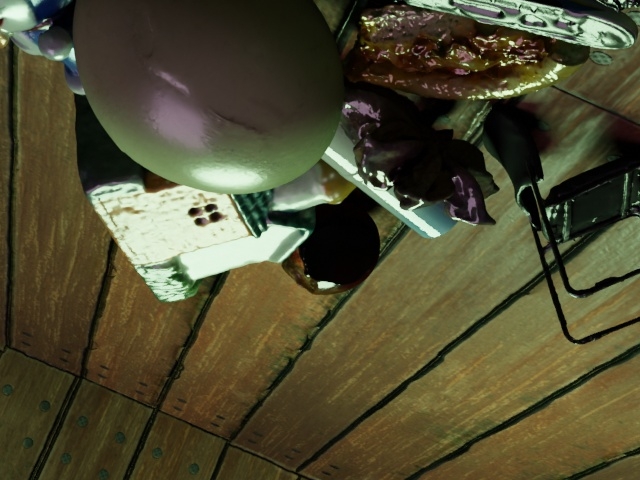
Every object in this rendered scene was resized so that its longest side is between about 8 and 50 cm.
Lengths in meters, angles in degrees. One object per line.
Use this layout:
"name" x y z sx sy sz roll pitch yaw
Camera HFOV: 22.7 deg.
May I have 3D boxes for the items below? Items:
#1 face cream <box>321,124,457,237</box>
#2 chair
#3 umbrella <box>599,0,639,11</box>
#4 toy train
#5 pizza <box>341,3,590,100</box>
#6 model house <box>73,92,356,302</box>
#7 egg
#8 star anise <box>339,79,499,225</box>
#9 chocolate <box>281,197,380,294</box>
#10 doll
"face cream" 0.048 -0.095 1.650 0.250 0.077 0.077 37 156 -32
"chair" 0.263 -0.037 1.549 0.145 0.221 0.140 -22 154 -3
"umbrella" 0.203 -0.211 1.246 0.144 0.040 0.037 24 168 6
"toy train" 0.147 -0.206 1.302 0.234 0.051 0.052 14 159 12
"pizza" 0.117 -0.169 1.422 0.271 0.056 0.134 9 164 32
"model house" -0.093 -0.083 1.764 0.301 0.190 0.271 -10 145 11
"egg" -0.101 -0.158 1.441 0.269 0.219 0.219 34 158 -16
"star anise" 0.083 -0.090 1.541 0.212 0.073 0.197 12 -144 -54
"chocolate" 0.000 0.000 1.898 0.127 0.124 0.133 28 -170 -32
"doll" -0.281 -0.246 1.493 0.215 0.161 0.257 50 178 37
